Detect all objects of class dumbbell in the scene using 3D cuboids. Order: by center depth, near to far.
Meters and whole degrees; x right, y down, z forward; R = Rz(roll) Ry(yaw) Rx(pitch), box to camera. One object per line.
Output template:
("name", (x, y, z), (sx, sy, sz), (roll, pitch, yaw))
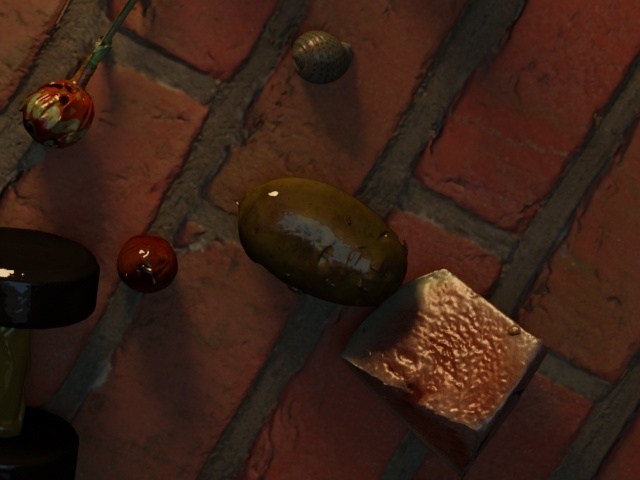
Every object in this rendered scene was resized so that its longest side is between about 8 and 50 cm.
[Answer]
("dumbbell", (-0.398, 0.162, 1.931), (0.204, 0.204, 0.322), (6, 105, -11))

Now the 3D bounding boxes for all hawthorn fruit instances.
("hawthorn fruit", (-0.227, 0.035, 1.979), (0.081, 0.093, 0.081), (-2, 107, -7))

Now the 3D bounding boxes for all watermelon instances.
("watermelon", (0.180, 0.181, 2.032), (0.262, 0.201, 0.213), (39, 88, -13))

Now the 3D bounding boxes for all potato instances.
("potato", (0.000, 0.000, 2.000), (0.251, 0.113, 0.149), (25, 108, -6))

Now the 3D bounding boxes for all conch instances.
("conch", (0.004, -0.234, 1.961), (0.085, 0.056, 0.076), (1, 118, -9))

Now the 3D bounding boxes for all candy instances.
("candy", (-0.280, -0.242, 1.906), (0.084, 0.078, 0.287), (30, 96, -33))
